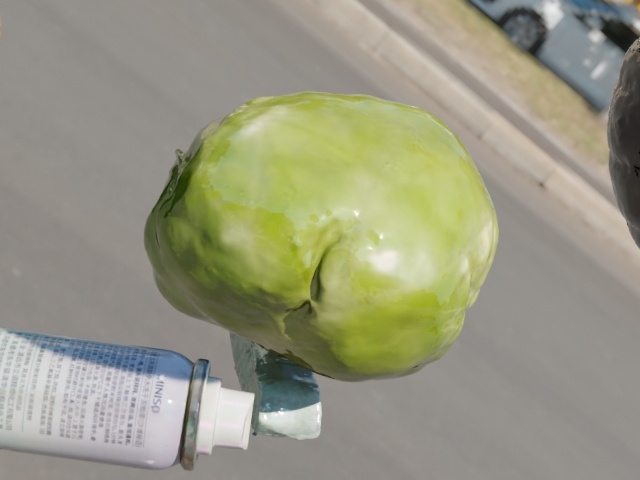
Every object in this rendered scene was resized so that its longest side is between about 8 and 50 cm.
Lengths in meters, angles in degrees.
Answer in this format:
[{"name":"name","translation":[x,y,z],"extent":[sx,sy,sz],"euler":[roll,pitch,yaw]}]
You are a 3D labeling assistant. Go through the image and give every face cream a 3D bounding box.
[{"name":"face cream","translation":[-0.155,0.094,0.892],"extent":[0.229,0.075,0.075],"euler":[9,18,0]}]

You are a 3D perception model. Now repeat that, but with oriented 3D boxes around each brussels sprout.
[{"name":"brussels sprout","translation":[0.011,-0.001,1.253],"extent":[0.274,0.242,0.316],"euler":[-2,-8,18]}]

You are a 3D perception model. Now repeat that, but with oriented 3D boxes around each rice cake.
[{"name":"rice cake","translation":[-0.054,0.089,1.430],"extent":[0.066,0.063,0.336],"euler":[2,27,-13]}]

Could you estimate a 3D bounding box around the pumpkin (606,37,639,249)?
[{"name":"pumpkin","translation":[0.466,-0.100,1.488],"extent":[0.363,0.363,0.266],"euler":[40,11,-2]}]
